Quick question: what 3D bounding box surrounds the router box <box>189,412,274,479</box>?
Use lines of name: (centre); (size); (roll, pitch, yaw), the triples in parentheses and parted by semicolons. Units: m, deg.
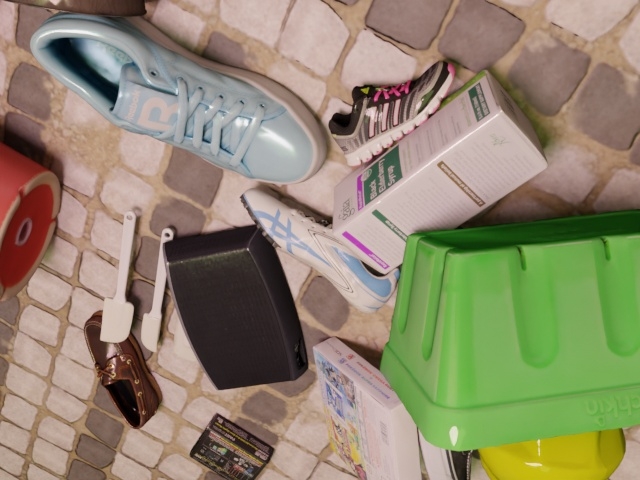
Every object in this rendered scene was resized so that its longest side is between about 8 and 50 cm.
router box: (-0.155, 0.367, 1.084); (0.122, 0.038, 0.092); (33, 122, -2)

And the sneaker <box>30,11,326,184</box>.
sneaker: (-0.173, -0.154, 0.745); (0.366, 0.150, 0.135); (27, 123, 2)

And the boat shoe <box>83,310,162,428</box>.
boat shoe: (-0.333, 0.218, 1.040); (0.073, 0.073, 0.207); (-18, 110, 26)

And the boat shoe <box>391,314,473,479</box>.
boat shoe: (0.185, 0.233, 0.860); (0.119, 0.121, 0.335); (-13, 119, 2)

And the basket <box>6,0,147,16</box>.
basket: (-0.282, -0.375, 0.664); (0.204, 0.154, 0.227); (14, 117, 7)

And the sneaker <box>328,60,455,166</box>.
sneaker: (0.074, -0.156, 0.719); (0.075, 0.063, 0.170); (44, 126, -16)

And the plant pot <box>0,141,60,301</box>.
plant pot: (-0.517, -0.045, 0.859); (0.243, 0.275, 0.275); (19, 122, -4)

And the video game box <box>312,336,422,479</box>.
video game box: (0.067, 0.266, 0.896); (0.187, 0.048, 0.205); (28, 134, 50)

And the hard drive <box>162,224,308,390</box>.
hard drive: (-0.125, 0.109, 0.919); (0.172, 0.054, 0.255); (-10, 115, 12)

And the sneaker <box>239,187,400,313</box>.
sneaker: (0.000, 0.000, 0.825); (0.237, 0.085, 0.086); (36, 95, 0)

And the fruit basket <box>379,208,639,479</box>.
fruit basket: (0.259, 0.161, 0.678); (0.392, 0.283, 0.392); (-1, 97, -7)

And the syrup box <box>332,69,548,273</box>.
syrup box: (0.126, -0.071, 0.719); (0.237, 0.093, 0.096); (-35, 121, 29)

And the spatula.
spatula: (-0.242, 0.076, 0.956); (0.168, 0.019, 0.242); (16, 116, -2)
